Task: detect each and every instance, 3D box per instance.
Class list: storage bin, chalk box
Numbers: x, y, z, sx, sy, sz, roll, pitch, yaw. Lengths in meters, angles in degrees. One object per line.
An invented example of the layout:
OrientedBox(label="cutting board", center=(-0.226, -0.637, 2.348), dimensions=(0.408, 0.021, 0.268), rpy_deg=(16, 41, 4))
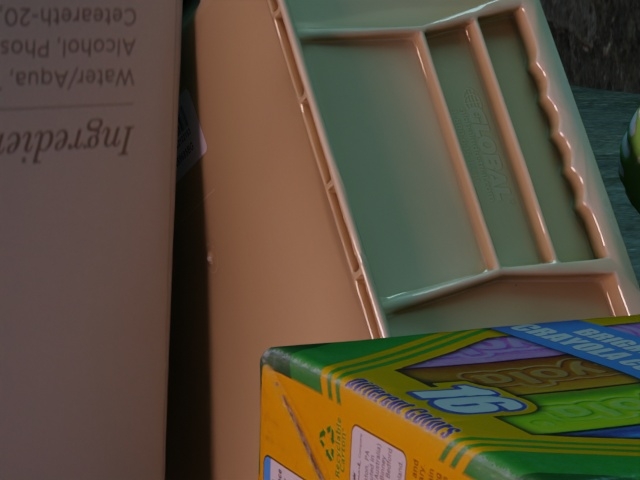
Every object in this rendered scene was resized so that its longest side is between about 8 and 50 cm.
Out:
OrientedBox(label="storage bin", center=(0.000, 0.000, 0.813), dimensions=(0.123, 0.260, 0.262), rpy_deg=(-9, -15, -28))
OrientedBox(label="chalk box", center=(0.141, 0.128, 0.613), dimensions=(0.289, 0.180, 0.179), rpy_deg=(-2, 11, -28))

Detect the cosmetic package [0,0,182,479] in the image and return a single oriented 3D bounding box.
OrientedBox(label="cosmetic package", center=(-0.280, -0.074, 0.769), dimensions=(0.327, 0.394, 0.329), rpy_deg=(-7, 13, -43))

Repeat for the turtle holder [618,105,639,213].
OrientedBox(label="turtle holder", center=(0.286, 0.008, 0.770), dimensions=(0.243, 0.320, 0.227), rpy_deg=(-35, 4, -29))
